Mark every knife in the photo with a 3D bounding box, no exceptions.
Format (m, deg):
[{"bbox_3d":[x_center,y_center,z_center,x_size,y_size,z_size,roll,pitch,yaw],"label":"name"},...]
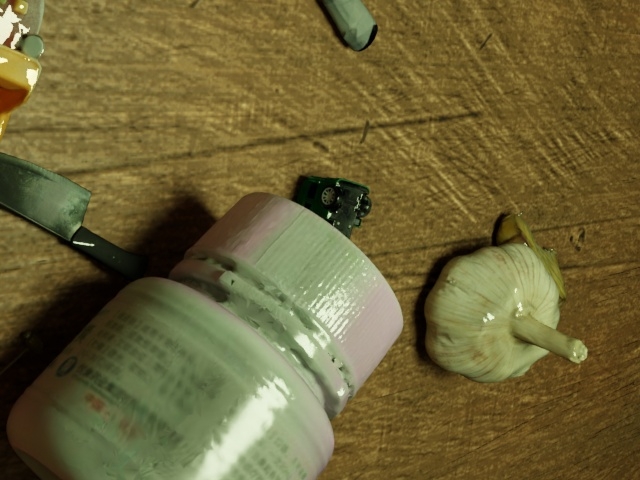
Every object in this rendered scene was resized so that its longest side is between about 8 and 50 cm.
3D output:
[{"bbox_3d":[-0.239,-0.030,0.979,0.230,0.028,0.060,35,65,-44],"label":"knife"}]

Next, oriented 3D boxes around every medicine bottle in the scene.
[{"bbox_3d":[-0.098,0.136,1.007,0.325,0.256,0.256,-50,134,-21],"label":"medicine bottle"}]

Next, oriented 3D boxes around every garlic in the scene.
[{"bbox_3d":[0.254,0.119,1.391,0.199,0.226,0.199,-12,115,-26],"label":"garlic"}]

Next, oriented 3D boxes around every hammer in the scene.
[{"bbox_3d":[-0.052,-0.331,1.057,0.152,0.044,0.427,-56,137,-18],"label":"hammer"},{"bbox_3d":[-0.300,0.129,0.972,0.123,0.014,0.029,-45,123,-26],"label":"hammer"}]

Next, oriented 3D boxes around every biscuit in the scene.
[{"bbox_3d":[0.301,0.041,1.545,0.183,0.061,0.118,43,30,-46],"label":"biscuit"}]

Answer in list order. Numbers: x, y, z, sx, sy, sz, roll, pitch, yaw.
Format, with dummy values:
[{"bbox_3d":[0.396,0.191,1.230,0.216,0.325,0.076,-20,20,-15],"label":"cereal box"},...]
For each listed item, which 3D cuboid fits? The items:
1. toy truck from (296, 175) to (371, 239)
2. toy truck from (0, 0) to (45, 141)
[{"bbox_3d":[0.000,0.000,1.199,0.065,0.079,0.147,14,94,-47],"label":"toy truck"},{"bbox_3d":[-0.300,-0.091,0.800,0.114,0.135,0.270,22,87,-48],"label":"toy truck"}]
